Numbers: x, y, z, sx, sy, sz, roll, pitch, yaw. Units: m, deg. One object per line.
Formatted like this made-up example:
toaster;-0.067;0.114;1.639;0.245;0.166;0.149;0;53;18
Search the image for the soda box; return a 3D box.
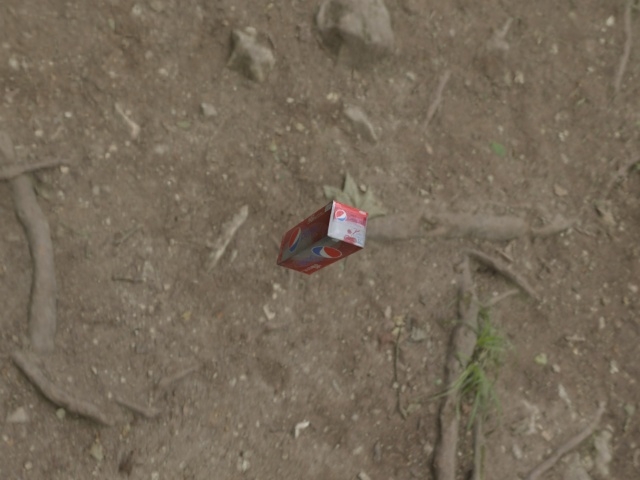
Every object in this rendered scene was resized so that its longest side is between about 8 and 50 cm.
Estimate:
soda box;0.000;0.000;1.379;0.092;0.263;0.083;18;68;-23
